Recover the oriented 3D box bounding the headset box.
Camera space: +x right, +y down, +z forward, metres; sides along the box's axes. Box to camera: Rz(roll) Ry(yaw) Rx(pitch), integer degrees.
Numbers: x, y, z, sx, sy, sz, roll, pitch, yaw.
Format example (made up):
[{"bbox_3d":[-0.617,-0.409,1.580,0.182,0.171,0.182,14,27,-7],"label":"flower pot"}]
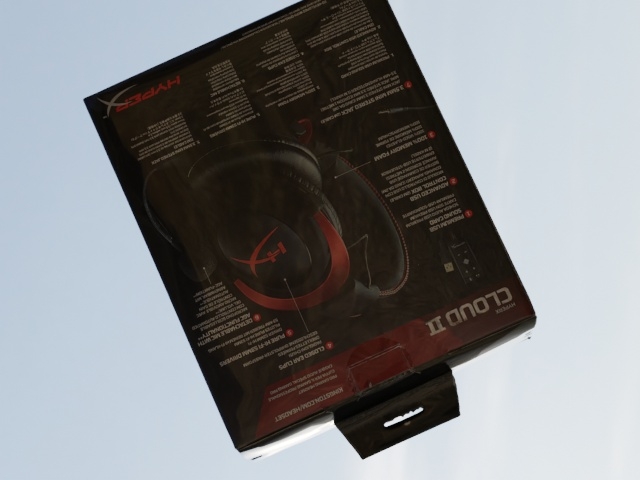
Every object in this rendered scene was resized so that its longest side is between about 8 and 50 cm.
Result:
[{"bbox_3d":[0.000,0.000,1.347,0.110,0.218,0.293,68,177,-79],"label":"headset box"}]
